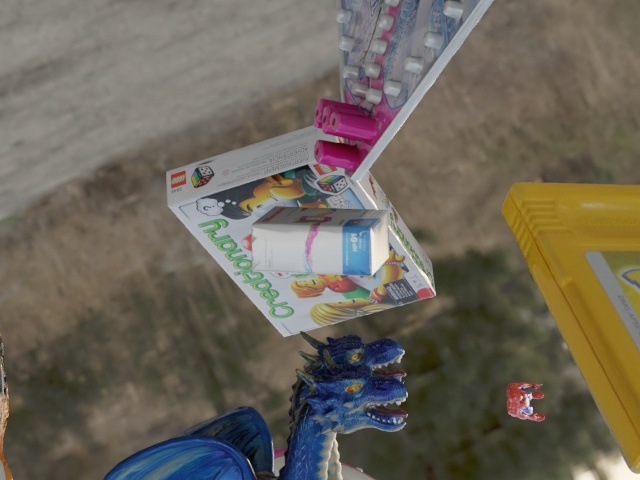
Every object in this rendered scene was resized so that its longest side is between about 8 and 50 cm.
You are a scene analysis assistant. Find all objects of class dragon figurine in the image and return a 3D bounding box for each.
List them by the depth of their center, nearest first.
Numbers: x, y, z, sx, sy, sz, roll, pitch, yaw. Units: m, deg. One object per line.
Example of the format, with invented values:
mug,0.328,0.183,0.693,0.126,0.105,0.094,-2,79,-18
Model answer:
dragon figurine,-0.064,0.143,0.895,0.289,0.144,0.085,-18,-177,23

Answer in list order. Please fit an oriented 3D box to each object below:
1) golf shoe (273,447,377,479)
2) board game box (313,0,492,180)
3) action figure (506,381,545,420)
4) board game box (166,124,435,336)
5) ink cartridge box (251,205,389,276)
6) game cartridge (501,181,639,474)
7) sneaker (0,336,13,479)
golf shoe,0.044,0.291,1.292,0.140,0.306,0.115,-36,161,-49
board game box,0.080,-0.316,1.464,0.050,0.390,0.390,12,144,-20
action figure,0.210,0.164,1.650,0.030,0.038,0.115,-1,171,22
board game box,-0.015,-0.005,1.768,0.193,0.053,0.305,-16,144,17
ink cartridge box,0.000,0.000,1.596,0.122,0.052,0.088,1,-167,14
game cartridge,0.348,0.068,1.478,0.285,0.324,0.053,0,136,-23
sneaker,-0.237,0.103,0.914,0.121,0.262,0.099,-5,155,-10
